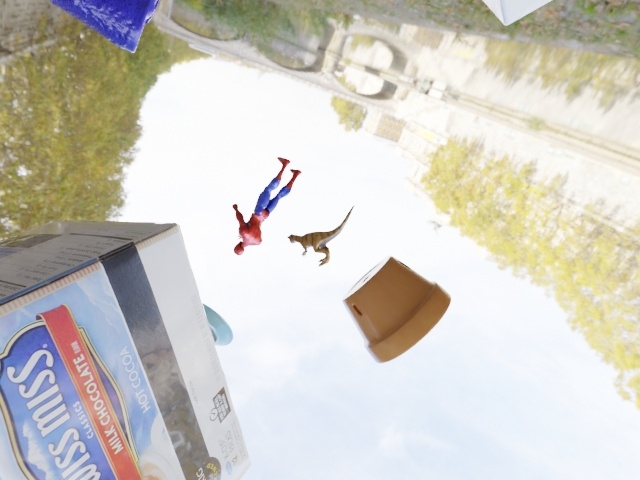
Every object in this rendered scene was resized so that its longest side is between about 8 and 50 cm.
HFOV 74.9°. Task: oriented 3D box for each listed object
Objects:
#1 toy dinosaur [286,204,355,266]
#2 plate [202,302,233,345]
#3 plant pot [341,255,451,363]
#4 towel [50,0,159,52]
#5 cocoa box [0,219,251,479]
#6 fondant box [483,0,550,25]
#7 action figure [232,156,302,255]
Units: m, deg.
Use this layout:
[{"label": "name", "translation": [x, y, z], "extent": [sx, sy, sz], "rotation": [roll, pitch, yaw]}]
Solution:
[{"label": "toy dinosaur", "translation": [0.000, 0.000, 1.016], "extent": [0.212, 0.112, 0.064], "rotation": [-14, -168, 32]}, {"label": "plate", "translation": [-0.294, 0.198, 0.984], "extent": [0.188, 0.188, 0.024], "rotation": [23, -132, 5]}, {"label": "plant pot", "translation": [0.199, 0.183, 1.221], "extent": [0.203, 0.291, 0.291], "rotation": [47, -155, 2]}, {"label": "towel", "translation": [-0.336, -0.404, 0.501], "extent": [0.309, 0.076, 0.227], "rotation": [24, -125, -39]}, {"label": "cocoa box", "translation": [-0.265, 0.174, 0.450], "extent": [0.232, 0.346, 0.228], "rotation": [1, -158, 29]}, {"label": "fondant box", "translation": [0.226, -0.511, 0.608], "extent": [0.238, 0.096, 0.330], "rotation": [44, -155, -48]}, {"label": "action figure", "translation": [-0.175, -0.090, 1.130], "extent": [0.139, 0.280, 0.091], "rotation": [17, 165, 43]}]
